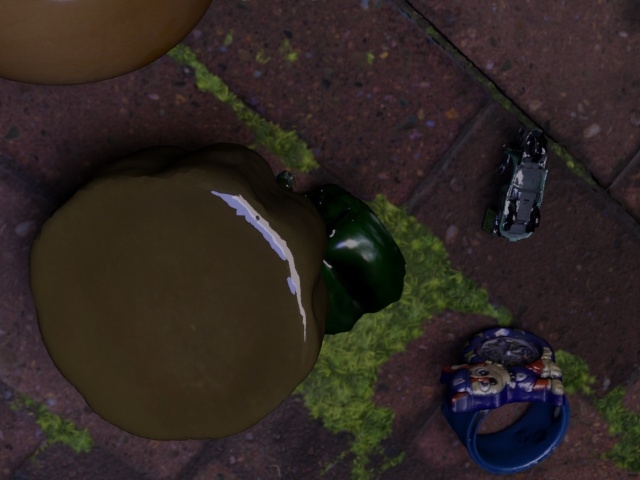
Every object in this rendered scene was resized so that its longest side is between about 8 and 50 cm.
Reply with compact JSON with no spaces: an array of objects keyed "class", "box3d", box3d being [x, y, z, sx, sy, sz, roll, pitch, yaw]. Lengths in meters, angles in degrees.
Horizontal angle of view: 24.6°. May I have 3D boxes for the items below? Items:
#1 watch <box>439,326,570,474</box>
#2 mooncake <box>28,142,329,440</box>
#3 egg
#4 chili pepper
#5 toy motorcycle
[{"class":"watch","box3d":[0.269,0.245,2.169,0.196,0.171,0.200,-7,121,-5]},{"class":"mooncake","box3d":[-0.165,0.055,1.856,0.379,0.201,0.378,3,109,9]},{"class":"egg","box3d":[-0.297,-0.328,1.692,0.374,0.301,0.301,-18,112,-9]},{"class":"chili pepper","box3d":[0.000,0.000,1.982,0.174,0.165,0.261,-30,115,13]},{"class":"toy motorcycle","box3d":[0.283,-0.081,2.094,0.058,0.100,0.173,5,108,-22]}]
